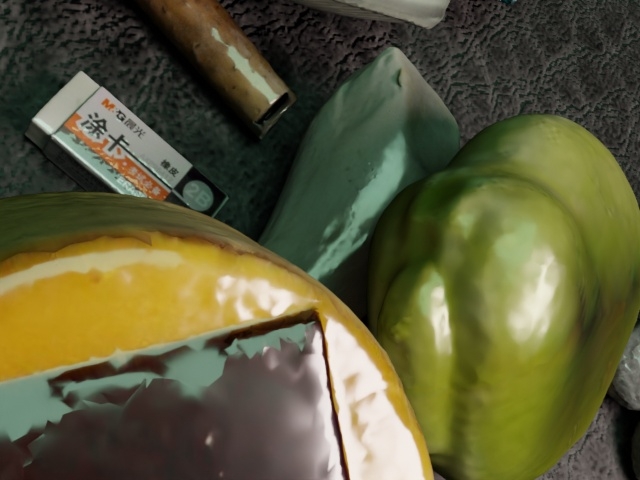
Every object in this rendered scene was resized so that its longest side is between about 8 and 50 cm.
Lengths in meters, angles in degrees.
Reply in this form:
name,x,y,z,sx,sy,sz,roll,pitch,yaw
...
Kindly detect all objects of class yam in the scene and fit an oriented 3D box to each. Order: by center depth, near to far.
name,x,y,z,sx,sy,sz,roll,pitch,yaw
yam,-0.114,-0.179,0.578,0.264,0.046,0.046,49,54,-6

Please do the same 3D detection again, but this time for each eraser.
name,x,y,z,sx,sy,sz,roll,pitch,yaw
eraser,-0.118,-0.045,0.531,0.122,0.029,0.052,41,55,-11

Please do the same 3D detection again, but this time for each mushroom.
name,x,y,z,sx,sy,sz,roll,pitch,yaw
mushroom,0.000,0.000,0.544,0.118,0.103,0.270,43,60,-10

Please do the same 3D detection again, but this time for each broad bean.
name,x,y,z,sx,sy,sz,roll,pitch,yaw
broad bean,0.122,0.038,0.529,0.291,0.119,0.238,27,77,-57

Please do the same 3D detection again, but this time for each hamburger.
name,x,y,z,sx,sy,sz,roll,pitch,yaw
hamburger,-0.097,0.125,0.368,0.300,0.176,0.300,1,87,-23

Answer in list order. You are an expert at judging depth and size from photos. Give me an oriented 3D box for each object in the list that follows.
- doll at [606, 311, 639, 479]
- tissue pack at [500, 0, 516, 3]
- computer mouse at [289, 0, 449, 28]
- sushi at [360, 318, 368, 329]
name,x,y,z,sx,sy,sz,roll,pitch,yaw
doll,0.378,0.083,0.733,0.340,0.158,0.246,-25,90,-7
tissue pack,0.184,-0.350,0.751,0.192,0.134,0.271,46,42,-6
computer mouse,-0.042,-0.225,0.590,0.330,0.095,0.197,4,43,-40
sushi,0.037,0.092,0.572,0.045,0.044,0.083,3,65,-7
